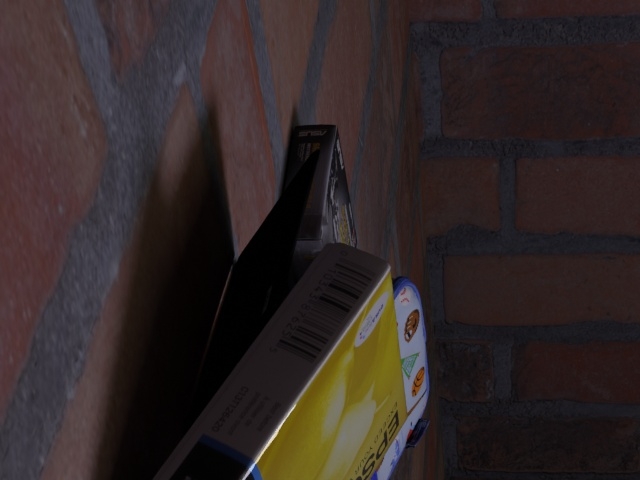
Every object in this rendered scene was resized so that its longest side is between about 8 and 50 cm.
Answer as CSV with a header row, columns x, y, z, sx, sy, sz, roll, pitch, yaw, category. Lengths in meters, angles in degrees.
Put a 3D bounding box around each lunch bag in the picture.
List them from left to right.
x,y,z,sx,sy,sz,roll,pitch,yaw,category
0.036,0.192,1.400,0.243,0.115,0.303,-58,150,-34,lunch bag

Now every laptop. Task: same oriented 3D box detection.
x,y,z,sx,sy,sz,roll,pitch,yaw,category
-0.025,0.099,1.071,0.234,0.136,0.264,-76,145,-53,laptop

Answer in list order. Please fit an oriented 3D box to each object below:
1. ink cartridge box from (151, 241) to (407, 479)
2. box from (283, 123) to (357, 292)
x,y,z,sx,sy,sz,roll,pitch,yaw,category
-0.029,0.209,0.944,0.304,0.072,0.307,-55,150,-30,ink cartridge box
0.000,0.000,1.483,0.231,0.056,0.183,78,15,-49,box
